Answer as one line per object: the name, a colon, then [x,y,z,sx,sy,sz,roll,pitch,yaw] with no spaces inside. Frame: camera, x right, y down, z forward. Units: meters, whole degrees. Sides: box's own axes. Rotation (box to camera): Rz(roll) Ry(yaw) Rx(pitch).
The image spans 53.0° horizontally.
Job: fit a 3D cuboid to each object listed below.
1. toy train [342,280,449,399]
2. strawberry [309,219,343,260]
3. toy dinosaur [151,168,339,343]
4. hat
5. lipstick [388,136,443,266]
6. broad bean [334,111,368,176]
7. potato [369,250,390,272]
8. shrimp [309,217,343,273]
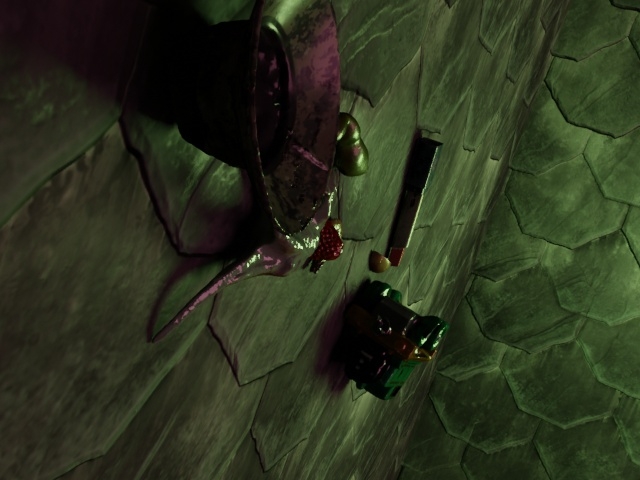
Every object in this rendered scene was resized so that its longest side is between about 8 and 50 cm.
toy train: [0.155,0.248,1.504,0.249,0.178,0.429,-57,159,0]
strawberry: [0.000,0.000,0.994,0.073,0.083,0.073,-50,159,-26]
toy dinosaur: [-0.065,-0.007,0.830,0.392,0.092,0.205,-58,162,-31]
hat: [-0.070,-0.141,0.621,0.265,0.129,0.265,7,90,-74]
lipstick: [0.210,-0.079,1.471,0.051,0.051,0.312,-34,142,-59]
broad bean: [0.044,-0.143,1.003,0.070,0.048,0.213,-67,158,-5]
potato: [0.133,0.057,1.433,0.036,0.037,0.093,-60,159,-9]
shrimp: [0.007,0.006,1.099,0.108,0.023,0.059,-56,146,-29]
